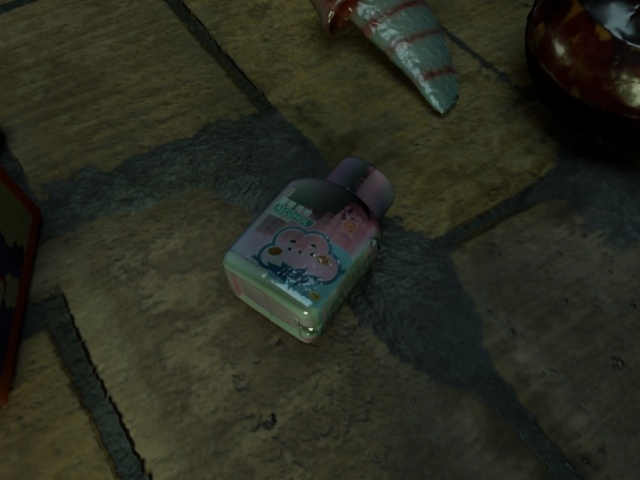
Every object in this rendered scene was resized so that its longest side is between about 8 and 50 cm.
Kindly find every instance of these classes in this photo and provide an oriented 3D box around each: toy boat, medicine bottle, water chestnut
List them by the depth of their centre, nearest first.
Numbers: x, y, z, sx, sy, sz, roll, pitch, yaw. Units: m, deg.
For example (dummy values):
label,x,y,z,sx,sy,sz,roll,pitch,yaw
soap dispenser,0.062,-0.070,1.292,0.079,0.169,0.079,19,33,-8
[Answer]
label,x,y,z,sx,sy,sz,roll,pitch,yaw
medicine bottle,0.000,0.000,0.520,0.119,0.094,0.188,30,64,18
water chestnut,0.399,-0.266,0.582,0.300,0.300,0.299,0,59,0
toy boat,0.123,-0.306,0.721,0.206,0.096,0.282,-28,72,-32

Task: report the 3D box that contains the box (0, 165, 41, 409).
label,x,y,z,sx,sy,sz,roll,pitch,yaw
box,-0.484,0.014,0.380,0.349,0.318,0.256,-6,61,-5
